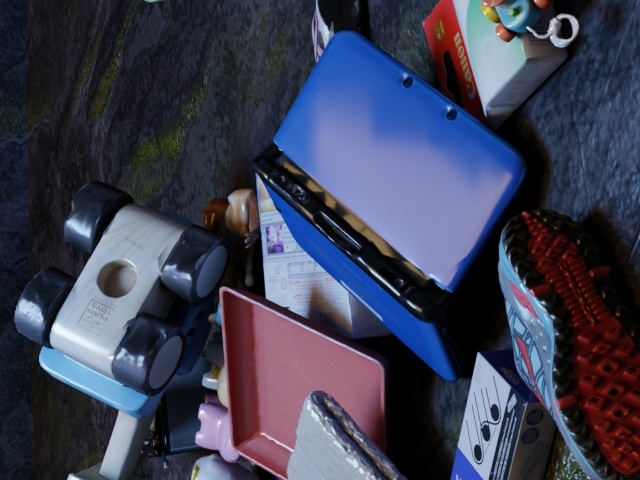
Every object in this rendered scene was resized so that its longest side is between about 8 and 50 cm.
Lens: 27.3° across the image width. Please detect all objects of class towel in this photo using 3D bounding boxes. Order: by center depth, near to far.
[{"bbox_3d":[0.063,0.312,1.481,0.282,0.049,0.187,48,147,26],"label":"towel"}]

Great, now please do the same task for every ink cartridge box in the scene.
[{"bbox_3d":[0.150,-0.203,1.311,0.224,0.056,0.181,134,129,-57],"label":"ink cartridge box"},{"bbox_3d":[0.179,0.221,1.314,0.097,0.046,0.207,-131,43,-55],"label":"ink cartridge box"}]

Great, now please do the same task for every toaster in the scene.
[{"bbox_3d":[-0.245,0.281,2.195,0.168,0.110,0.185,158,106,-65],"label":"toaster"}]

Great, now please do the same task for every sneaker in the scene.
[{"bbox_3d":[0.229,0.104,1.157,0.125,0.104,0.261,91,167,-57],"label":"sneaker"},{"bbox_3d":[0.025,-0.220,1.590,0.077,0.072,0.178,131,140,-73],"label":"sneaker"}]

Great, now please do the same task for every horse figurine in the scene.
[{"bbox_3d":[-0.110,-0.009,1.901,0.263,0.066,0.174,132,131,-67],"label":"horse figurine"}]

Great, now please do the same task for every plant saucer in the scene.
[{"bbox_3d":[-0.009,0.196,1.594,0.259,0.048,0.258,23,128,35],"label":"plant saucer"}]

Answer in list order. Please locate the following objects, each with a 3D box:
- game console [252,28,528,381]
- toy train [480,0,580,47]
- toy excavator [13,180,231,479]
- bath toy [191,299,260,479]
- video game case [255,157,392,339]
[{"bbox_3d":[0.084,-0.036,1.401,0.293,0.173,0.250,43,169,34],"label":"game console"},{"bbox_3d":[0.189,-0.256,1.152,0.125,0.046,0.166,10,90,47],"label":"toy train"},{"bbox_3d":[-0.280,0.189,1.967,0.432,0.222,0.445,-63,-18,-15],"label":"toy excavator"},{"bbox_3d":[-0.112,0.255,1.882,0.151,0.129,0.348,-77,-4,-68],"label":"bath toy"},{"bbox_3d":[0.000,0.000,1.664,0.269,0.061,0.244,173,92,-66],"label":"video game case"}]
